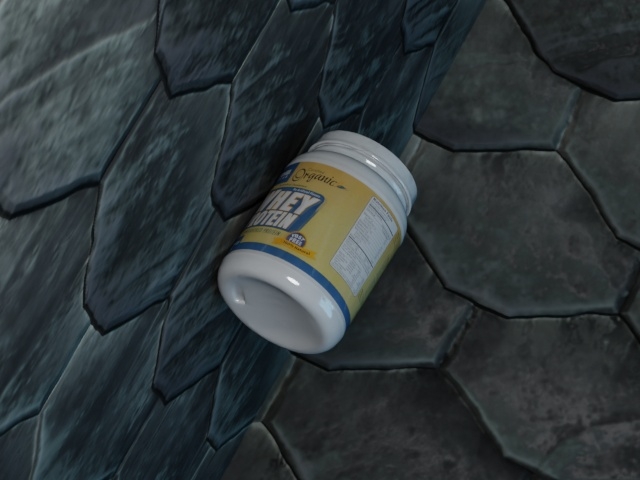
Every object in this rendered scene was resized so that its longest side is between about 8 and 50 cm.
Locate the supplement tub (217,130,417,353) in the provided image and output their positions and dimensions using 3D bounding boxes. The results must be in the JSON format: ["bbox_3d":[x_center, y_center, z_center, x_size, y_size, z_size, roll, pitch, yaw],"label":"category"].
[{"bbox_3d":[0.000,0.000,1.919,0.199,0.144,0.144,-57,167,-28],"label":"supplement tub"}]
